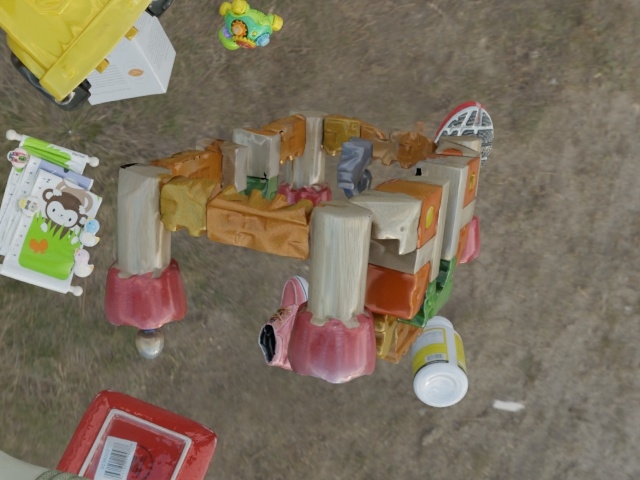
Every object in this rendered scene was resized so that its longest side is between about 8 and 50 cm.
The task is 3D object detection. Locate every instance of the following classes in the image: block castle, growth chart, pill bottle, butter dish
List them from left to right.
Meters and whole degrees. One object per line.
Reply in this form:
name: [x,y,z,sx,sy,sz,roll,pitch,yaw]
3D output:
growth chart: [-0.424,-0.040,1.418,0.172,0.021,0.237,11,82,-30]
butter dish: [-0.224,0.284,1.078,0.160,0.118,0.160,22,56,0]
block castle: [0.000,0.000,1.033,0.303,0.453,0.213,12,111,22]
pill bottle: [0.229,0.229,1.761,0.103,0.184,0.103,2,120,3]

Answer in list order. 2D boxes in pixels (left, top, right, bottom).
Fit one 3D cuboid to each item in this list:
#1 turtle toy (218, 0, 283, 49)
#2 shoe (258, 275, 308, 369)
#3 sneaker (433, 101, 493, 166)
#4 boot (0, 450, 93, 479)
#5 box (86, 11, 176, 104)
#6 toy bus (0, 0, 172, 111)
turtle toy: [-0.130,-0.360,1.537,0.095,0.130,0.066,17,87,-30]
shoe: [-0.060,0.137,1.556,0.081,0.063,0.178,16,57,-35]
sneaker: [0.238,-0.171,1.652,0.107,0.279,0.118,-1,60,-6]
boot: [-0.259,0.225,0.588,0.165,0.077,0.213,16,58,20]
box: [-0.310,-0.297,1.328,0.130,0.091,0.170,-6,142,16]
toy bus: [-0.266,-0.244,0.849,0.211,0.220,0.149,40,92,-18]
